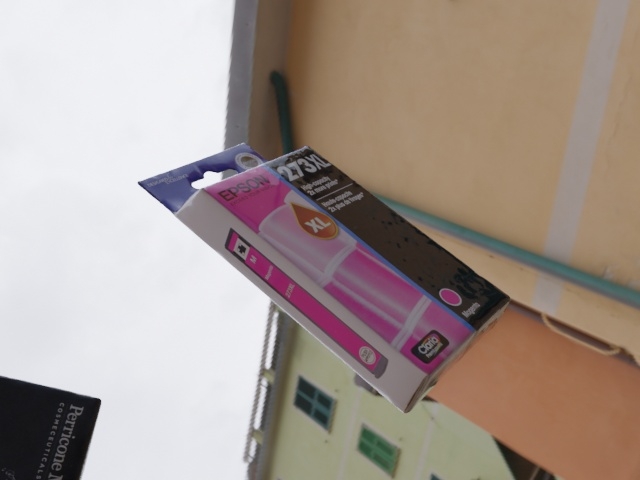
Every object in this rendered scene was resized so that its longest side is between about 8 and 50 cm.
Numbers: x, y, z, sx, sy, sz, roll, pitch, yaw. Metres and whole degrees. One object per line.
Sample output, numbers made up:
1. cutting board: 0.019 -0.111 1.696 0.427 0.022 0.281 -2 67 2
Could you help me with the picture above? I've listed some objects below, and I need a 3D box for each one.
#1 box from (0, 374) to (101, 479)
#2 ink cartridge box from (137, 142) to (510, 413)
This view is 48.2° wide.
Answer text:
1. box: -0.230 0.159 0.421 0.158 0.093 0.156 16 -121 -14
2. ink cartridge box: 0.000 0.000 0.740 0.175 0.371 0.069 -30 -31 -47
